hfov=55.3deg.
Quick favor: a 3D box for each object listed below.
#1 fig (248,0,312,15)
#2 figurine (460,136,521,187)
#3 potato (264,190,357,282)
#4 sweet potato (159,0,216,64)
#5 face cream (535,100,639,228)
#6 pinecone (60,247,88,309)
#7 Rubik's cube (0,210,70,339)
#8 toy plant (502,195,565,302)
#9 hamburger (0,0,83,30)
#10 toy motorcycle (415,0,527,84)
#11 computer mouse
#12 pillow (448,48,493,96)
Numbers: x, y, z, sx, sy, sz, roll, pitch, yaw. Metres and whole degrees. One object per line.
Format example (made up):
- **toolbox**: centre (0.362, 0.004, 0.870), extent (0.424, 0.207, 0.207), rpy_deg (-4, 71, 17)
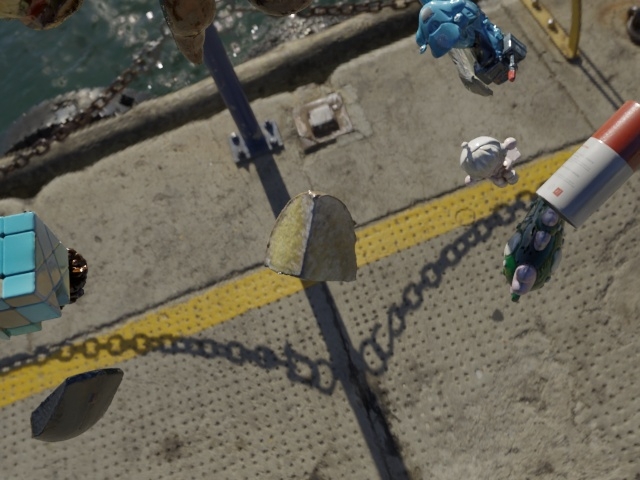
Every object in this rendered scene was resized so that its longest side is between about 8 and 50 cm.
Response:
- **fig**: centre (-0.055, -0.459, 0.895), extent (0.145, 0.170, 0.274), rpy_deg (3, 52, 0)
- **figurine**: centre (0.524, -0.255, 1.887), extent (0.181, 0.256, 0.145), rpy_deg (-15, 76, 33)
- **potato**: centre (-0.015, -0.021, 1.687), extent (0.189, 0.210, 0.265), rpy_deg (28, 114, 51)
- **sweet potato**: centre (-0.262, -0.463, 1.207), extent (0.112, 0.359, 0.112), rpy_deg (1, 85, -7)
- **face cream**: centre (0.485, -0.129, 1.053), extent (0.214, 0.095, 0.096), rpy_deg (-48, 60, 12)
- **pinecone**: centre (-0.611, 0.080, 1.402), extent (0.173, 0.174, 0.174), rpy_deg (-5, 61, 10)
- **Rubik's cube**: centre (-0.628, 0.062, 1.192), extent (0.212, 0.224, 0.266), rpy_deg (-11, 63, -4)
- **toy plant**: centre (0.450, 0.020, 1.285), extent (0.112, 0.232, 0.244), rpy_deg (22, 102, 16)
- **hamburger**: centre (-0.420, -0.417, 0.852), extent (0.244, 0.162, 0.245), rpy_deg (-10, 76, 46)
- **toy motorcycle**: centre (0.290, -0.401, 1.198), extent (0.123, 0.272, 0.182), rpy_deg (-34, 35, 47)
- **computer mouse**: centre (-0.597, 0.417, 1.501), extent (0.295, 0.168, 0.087), rpy_deg (-45, 62, 30)
- **pillow**: centre (0.493, -0.592, 2.075), extent (0.059, 0.169, 0.255), rpy_deg (-36, 63, 33)
